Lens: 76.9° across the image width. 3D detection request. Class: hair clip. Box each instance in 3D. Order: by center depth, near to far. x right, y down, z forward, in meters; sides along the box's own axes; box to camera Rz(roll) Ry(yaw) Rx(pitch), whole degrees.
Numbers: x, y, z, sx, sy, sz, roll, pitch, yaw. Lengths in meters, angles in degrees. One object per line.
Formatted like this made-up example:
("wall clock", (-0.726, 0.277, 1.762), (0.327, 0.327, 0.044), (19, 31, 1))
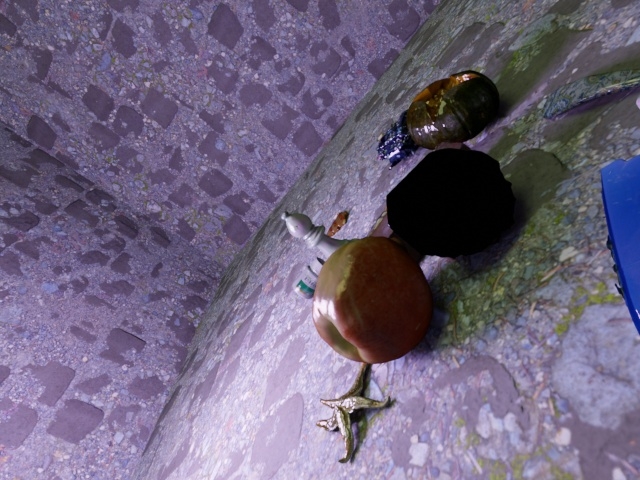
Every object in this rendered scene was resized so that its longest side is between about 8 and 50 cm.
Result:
("hair clip", (0.489, -0.271, 0.733), (0.066, 0.036, 0.229), (-62, 16, -3))

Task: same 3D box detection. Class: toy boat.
("toy boat", (0.367, 0.035, 0.394), (0.129, 0.088, 0.296), (-41, 31, 53))

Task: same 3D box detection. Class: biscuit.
("biscuit", (0.062, -0.061, 1.575), (0.130, 0.019, 0.119), (-52, 16, 11))

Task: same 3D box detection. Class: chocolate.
("chocolate", (0.266, -0.042, 0.800), (0.224, 0.206, 0.177), (-46, -29, -2))
("chocolate", (0.235, -0.067, 0.928), (0.321, 0.111, 0.112), (-52, 17, 5))

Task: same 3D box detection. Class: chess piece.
("chess piece", (0.000, 0.000, 1.169), (0.139, 0.271, 0.139), (-50, 16, 20))

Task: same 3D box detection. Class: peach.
("peach", (0.102, 0.100, 0.781), (0.257, 0.232, 0.232), (-54, 13, -32))

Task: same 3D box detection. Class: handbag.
("handbag", (0.285, -0.357, 1.371), (0.161, 0.113, 0.260), (-29, 22, 44))

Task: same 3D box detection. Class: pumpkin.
("pumpkin", (0.346, -0.334, 1.058), (0.237, 0.159, 0.238), (-26, 29, 16))

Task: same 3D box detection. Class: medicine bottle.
("medicine bottle", (-0.027, 0.125, 1.343), (0.130, 0.080, 0.080), (-51, 16, 14))

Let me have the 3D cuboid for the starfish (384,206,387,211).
("starfish", (0.198, -0.022, 1.085), (0.210, 0.053, 0.150), (-81, 17, -49))

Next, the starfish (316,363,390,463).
("starfish", (0.055, 0.321, 0.792), (0.223, 0.050, 0.217), (-31, 20, 44))

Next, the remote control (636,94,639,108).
("remote control", (0.509, -0.247, 0.436), (0.344, 0.145, 0.050), (-53, 12, 4))
